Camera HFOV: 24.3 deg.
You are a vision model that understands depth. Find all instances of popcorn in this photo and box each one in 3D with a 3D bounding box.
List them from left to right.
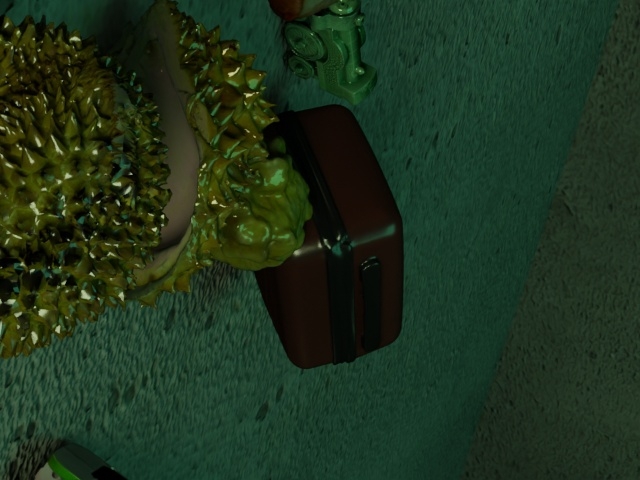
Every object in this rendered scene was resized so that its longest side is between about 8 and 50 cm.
[{"bbox_3d":[-0.094,-0.054,1.595,0.155,0.198,0.197,-55,161,-2],"label":"popcorn"}]

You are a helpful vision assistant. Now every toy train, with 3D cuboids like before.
[{"bbox_3d":[0.010,-0.242,1.748,0.071,0.105,0.178,-50,157,-23],"label":"toy train"}]

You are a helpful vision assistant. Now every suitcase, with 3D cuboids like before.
[{"bbox_3d":[0.000,0.000,1.820,0.161,0.236,0.297,-16,147,-9],"label":"suitcase"}]

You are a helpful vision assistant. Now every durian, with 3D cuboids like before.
[{"bbox_3d":[-0.248,-0.027,1.163,0.293,0.258,0.258,-52,158,-17],"label":"durian"},{"bbox_3d":[-0.140,-0.047,1.400,0.186,0.195,0.305,22,110,-28],"label":"durian"}]

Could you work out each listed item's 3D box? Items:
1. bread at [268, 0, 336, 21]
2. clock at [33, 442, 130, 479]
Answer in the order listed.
[{"bbox_3d":[0.027,-0.406,1.566,0.328,0.114,0.295,-40,149,-47],"label":"bread"},{"bbox_3d":[-0.285,0.420,1.669,0.309,0.235,0.166,-53,176,1],"label":"clock"}]
